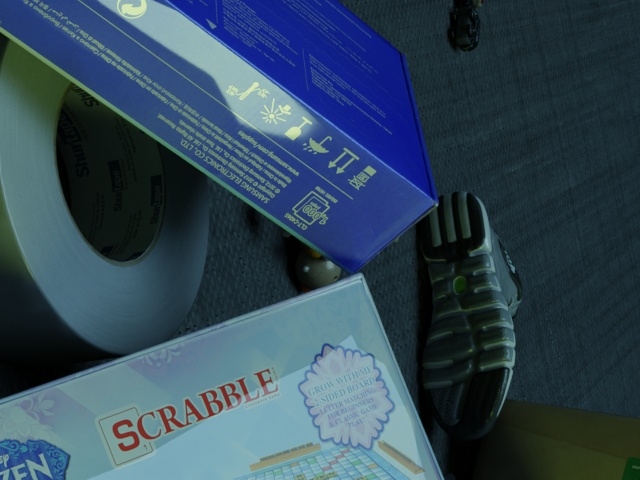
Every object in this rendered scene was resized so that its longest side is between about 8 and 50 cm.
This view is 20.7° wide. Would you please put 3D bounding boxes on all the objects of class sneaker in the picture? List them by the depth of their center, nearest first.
[{"bbox_3d":[0.151,0.078,1.588,0.132,0.086,0.228,36,50,-58],"label":"sneaker"}]

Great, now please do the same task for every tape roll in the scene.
[{"bbox_3d":[-0.151,-0.037,1.029,0.219,0.072,0.219,32,53,-56],"label":"tape roll"}]

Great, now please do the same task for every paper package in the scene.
[{"bbox_3d":[0.328,0.263,1.587,0.309,0.325,0.168,27,73,-57],"label":"paper package"}]

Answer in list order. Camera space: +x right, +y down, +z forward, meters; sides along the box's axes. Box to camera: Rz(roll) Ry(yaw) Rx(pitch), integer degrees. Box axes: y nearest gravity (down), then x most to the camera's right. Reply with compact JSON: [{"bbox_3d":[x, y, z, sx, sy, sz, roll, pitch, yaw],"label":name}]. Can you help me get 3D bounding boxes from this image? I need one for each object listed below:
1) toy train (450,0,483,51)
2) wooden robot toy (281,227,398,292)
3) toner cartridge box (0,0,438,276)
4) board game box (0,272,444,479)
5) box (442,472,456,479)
[{"bbox_3d":[0.154,-0.254,1.763,0.036,0.027,0.158,55,36,-48],"label":"toy train"},{"bbox_3d":[0.000,0.000,1.357,0.173,0.076,0.079,-8,124,-64],"label":"wooden robot toy"},{"bbox_3d":[-0.087,-0.135,0.984,0.348,0.075,0.165,35,26,-28],"label":"toner cartridge box"},{"bbox_3d":[-0.054,0.210,0.923,0.319,0.066,0.318,-17,83,-36],"label":"board game box"},{"bbox_3d":[0.006,0.266,1.137,0.270,0.143,0.165,-6,75,-63],"label":"box"}]
